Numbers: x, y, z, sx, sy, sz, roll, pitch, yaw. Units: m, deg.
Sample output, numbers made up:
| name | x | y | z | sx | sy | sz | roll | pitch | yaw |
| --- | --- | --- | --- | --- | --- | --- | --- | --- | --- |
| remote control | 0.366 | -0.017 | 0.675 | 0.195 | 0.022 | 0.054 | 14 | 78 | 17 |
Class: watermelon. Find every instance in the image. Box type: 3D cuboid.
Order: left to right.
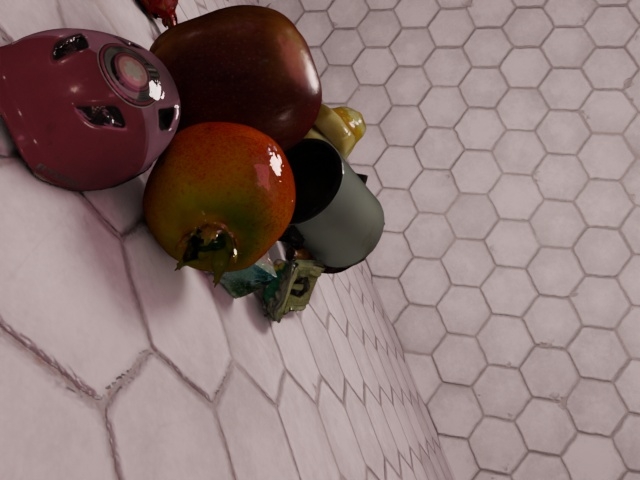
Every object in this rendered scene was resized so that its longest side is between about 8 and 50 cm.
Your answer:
| name | x | y | z | sx | sy | sz | roll | pitch | yaw |
| --- | --- | --- | --- | --- | --- | --- | --- | --- | --- |
| watermelon | -0.171 | -0.021 | 1.124 | 0.154 | 0.094 | 0.241 | 47 | 17 | -34 |

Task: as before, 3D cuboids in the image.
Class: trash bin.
| name | x | y | z | sx | sy | sz | roll | pitch | yaw |
| --- | --- | --- | --- | --- | --- | --- | --- | --- | --- |
| trash bin | 0.006 | -0.082 | 1.443 | 0.262 | 0.217 | 0.277 | 43 | 63 | -54 |

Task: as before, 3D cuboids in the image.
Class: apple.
| name | x | y | z | sx | sy | sz | roll | pitch | yaw |
| --- | --- | --- | --- | --- | --- | --- | --- | --- | --- |
| apple | -0.148 | -0.275 | 1.111 | 0.288 | 0.316 | 0.288 | 47 | -35 | 48 |

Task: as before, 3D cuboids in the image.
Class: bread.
| name | x | y | z | sx | sy | sz | roll | pitch | yaw |
| --- | --- | --- | --- | --- | --- | --- | --- | --- | --- |
| bread | -0.014 | -0.309 | 1.995 | 0.210 | 0.341 | 0.300 | 42 | 13 | -2 |

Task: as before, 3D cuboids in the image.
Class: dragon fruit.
| name | x | y | z | sx | sy | sz | roll | pitch | yaw |
| --- | --- | --- | --- | --- | --- | --- | --- | --- | --- |
| dragon fruit | -0.351 | -0.523 | 1.373 | 0.191 | 0.094 | 0.094 | 68 | 3 | -53 |

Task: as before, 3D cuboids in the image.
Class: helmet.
| name | x | y | z | sx | sy | sz | roll | pitch | yaw |
| --- | --- | --- | --- | --- | --- | --- | --- | --- | --- |
| helmet | -0.261 | -0.172 | 0.751 | 0.253 | 0.154 | 0.198 | -68 | 134 | -84 |

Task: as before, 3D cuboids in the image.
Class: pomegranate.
| name | x | y | z | sx | sy | sz | roll | pitch | yaw |
| --- | --- | --- | --- | --- | --- | --- | --- | --- | --- |
| pomegranate | -0.146 | -0.052 | 0.882 | 0.257 | 0.220 | 0.221 | -92 | 156 | -51 |

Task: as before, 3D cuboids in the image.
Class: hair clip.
| name | x | y | z | sx | sy | sz | roll | pitch | yaw |
| --- | --- | --- | --- | --- | --- | --- | --- | --- | --- |
| hair clip | -0.073 | 0.093 | 1.317 | 0.091 | 0.138 | 0.321 | 23 | 2 | 10 |

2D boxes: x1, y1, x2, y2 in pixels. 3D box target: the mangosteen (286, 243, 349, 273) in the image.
| name | x | y | z | sx | sy | sz | roll | pitch | yaw |
| --- | --- | --- | --- | --- | --- | --- | --- | --- | --- |
| mangosteen | 0.000 | 0.000 | 1.699 | 0.261 | 0.235 | 0.236 | -38 | 108 | -38 |
